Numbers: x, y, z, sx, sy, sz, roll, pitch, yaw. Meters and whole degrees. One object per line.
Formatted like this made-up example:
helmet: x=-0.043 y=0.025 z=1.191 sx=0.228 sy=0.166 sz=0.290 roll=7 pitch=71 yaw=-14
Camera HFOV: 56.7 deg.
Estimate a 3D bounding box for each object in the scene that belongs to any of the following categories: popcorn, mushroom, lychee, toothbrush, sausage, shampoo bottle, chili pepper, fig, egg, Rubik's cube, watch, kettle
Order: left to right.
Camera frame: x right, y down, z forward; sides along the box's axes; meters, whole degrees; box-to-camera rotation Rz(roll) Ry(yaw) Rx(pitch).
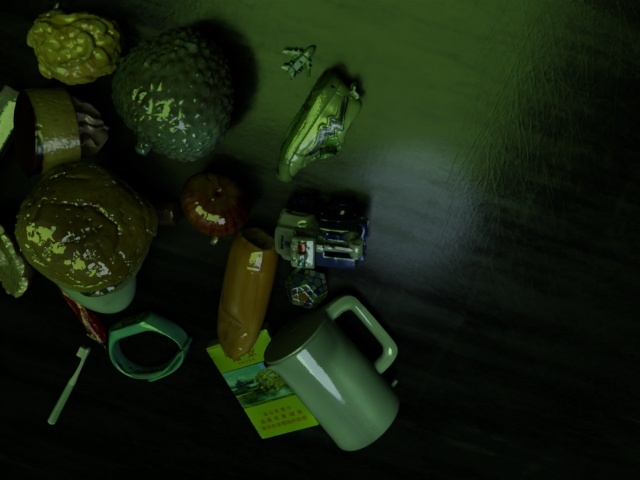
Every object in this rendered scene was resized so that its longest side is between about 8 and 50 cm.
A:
mushroom: x=-0.831 y=0.097 z=1.457 sx=0.208 sy=0.301 sz=0.233 roll=29 pitch=150 yaw=-25
toothbrush: x=-0.741 y=0.429 z=1.745 sx=0.030 sy=0.025 sz=0.342 roll=31 pitch=116 yaw=-2
popcorn: x=-0.516 y=-0.399 z=1.243 sx=0.194 sy=0.140 sz=0.163 roll=15 pitch=112 yaw=3
chili pepper: x=-0.632 y=0.213 z=1.613 sx=0.050 sy=0.059 sz=0.268 roll=-33 pitch=108 yaw=-19
egg: x=-0.551 y=0.066 z=1.450 sx=0.183 sy=0.183 sz=0.264 roll=-15 pitch=123 yaw=15
shampoo bottle: x=-0.461 y=-0.074 z=1.434 sx=0.236 sy=0.068 sz=0.067 roll=3 pitch=116 yaw=5
watch: x=-0.465 y=0.288 z=1.611 sx=0.237 sy=0.068 sz=0.195 roll=-20 pitch=112 yaw=18
lychee: x=-0.294 y=-0.291 z=1.209 sx=0.255 sy=0.255 sz=0.274 roll=33 pitch=83 yaw=-8
fig: x=-0.227 y=-0.077 z=1.365 sx=0.149 sy=0.202 sz=0.148 roll=2 pitch=79 yaw=20
sausage: x=-0.186 y=0.139 z=1.464 sx=0.134 sy=0.116 sz=0.354 roll=32 pitch=122 yaw=27
Rubik's cube: x=-0.034 y=0.115 z=1.444 sx=0.111 sy=0.111 sz=0.093 roll=48 pitch=140 yaw=-15
kettle: x=0.051 y=0.328 z=1.479 sx=0.265 sy=0.205 sz=0.318 roll=-33 pitch=105 yaw=24

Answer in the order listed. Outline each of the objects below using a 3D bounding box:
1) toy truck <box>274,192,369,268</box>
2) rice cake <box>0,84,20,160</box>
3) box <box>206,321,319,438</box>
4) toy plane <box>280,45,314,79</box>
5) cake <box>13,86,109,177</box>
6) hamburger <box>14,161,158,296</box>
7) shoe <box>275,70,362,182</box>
toy truck: x=0.000 y=0.000 z=1.337 sx=0.213 sy=0.177 sz=0.161 roll=4 pitch=118 yaw=6
rice cake: x=-0.794 y=-0.185 z=1.389 sx=0.070 sy=0.064 sz=0.399 roll=35 pitch=102 yaw=-14
box: x=-0.151 y=0.389 z=1.625 sx=0.187 sy=0.047 sz=0.335 roll=-20 pitch=111 yaw=18
toy plane: x=-0.043 y=-0.374 z=1.239 sx=0.083 sy=0.033 sz=0.080 roll=-38 pitch=116 yaw=22
cake: x=-0.569 y=-0.241 z=1.324 sx=0.207 sy=0.178 sz=0.185 roll=-46 pitch=62 yaw=40
hamburger: x=-0.501 y=-0.024 z=1.294 sx=0.285 sy=0.265 sz=0.134 roll=36 pitch=156 yaw=-22
shoe: x=-0.011 y=-0.225 z=1.246 sx=0.128 sy=0.140 sz=0.262 roll=30 pitch=113 yaw=0
